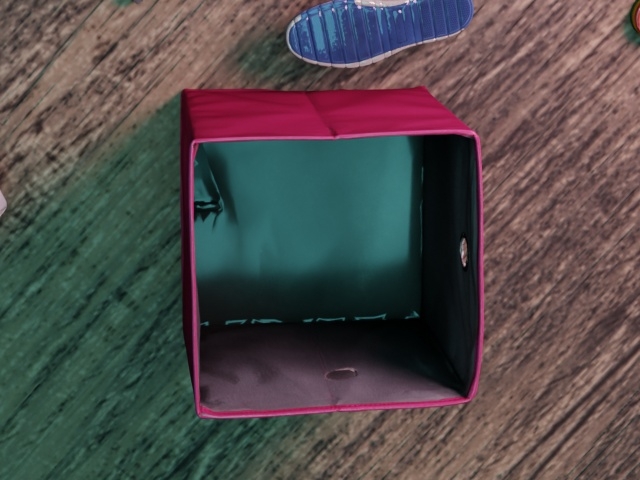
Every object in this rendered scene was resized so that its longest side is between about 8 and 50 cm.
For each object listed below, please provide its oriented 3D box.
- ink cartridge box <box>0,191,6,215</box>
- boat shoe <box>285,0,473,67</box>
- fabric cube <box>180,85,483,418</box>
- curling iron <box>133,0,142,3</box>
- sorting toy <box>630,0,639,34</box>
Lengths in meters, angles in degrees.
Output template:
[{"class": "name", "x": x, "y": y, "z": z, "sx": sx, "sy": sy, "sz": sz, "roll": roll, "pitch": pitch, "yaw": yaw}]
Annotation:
[{"class": "ink cartridge box", "x": -0.437, "y": -0.049, "z": 1.536, "sx": 0.237, "sy": 0.100, "sz": 0.172, "roll": -20, "pitch": 107, "yaw": 15}, {"class": "boat shoe", "x": 0.052, "y": -0.208, "z": 1.597, "sx": 0.183, "sy": 0.066, "sz": 0.066, "roll": -9, "pitch": 108, "yaw": -10}, {"class": "fabric cube", "x": 0.000, "y": 0.000, "z": 1.548, "sx": 0.259, "sy": 0.258, "sz": 0.254, "roll": -2, "pitch": 104, "yaw": -6}, {"class": "curling iron", "x": -0.076, "y": -0.317, "z": 1.570, "sx": 0.274, "sy": 0.035, "sz": 0.068, "roll": -39, "pitch": 105, "yaw": 4}, {"class": "sorting toy", "x": 0.440, "y": -0.165, "z": 1.667, "sx": 0.274, "sy": 0.046, "sz": 0.132, "roll": 7, "pitch": 104, "yaw": -9}]
